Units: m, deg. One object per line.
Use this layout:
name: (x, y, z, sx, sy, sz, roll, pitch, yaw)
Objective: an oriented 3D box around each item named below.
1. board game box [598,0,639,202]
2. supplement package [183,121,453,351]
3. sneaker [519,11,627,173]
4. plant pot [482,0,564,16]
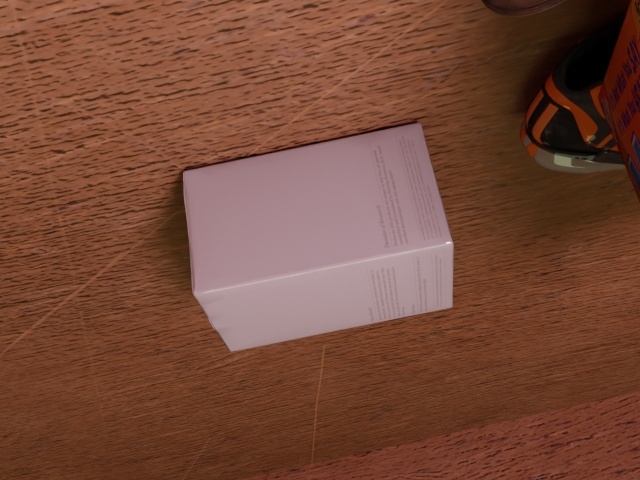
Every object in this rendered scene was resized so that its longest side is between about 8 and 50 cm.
board game box: (0.452, -0.053, 0.581, 0.356, 0.357, 0.356, -21, 171, 13)
supplement package: (0.000, 0.000, 0.980, 0.292, 0.175, 0.177, -11, 150, 2)
sneaker: (0.399, -0.157, 0.893, 0.321, 0.125, 0.180, -4, 149, -10)
plant pot: (0.132, -0.282, 0.593, 0.165, 0.167, 0.167, 27, 133, -35)
